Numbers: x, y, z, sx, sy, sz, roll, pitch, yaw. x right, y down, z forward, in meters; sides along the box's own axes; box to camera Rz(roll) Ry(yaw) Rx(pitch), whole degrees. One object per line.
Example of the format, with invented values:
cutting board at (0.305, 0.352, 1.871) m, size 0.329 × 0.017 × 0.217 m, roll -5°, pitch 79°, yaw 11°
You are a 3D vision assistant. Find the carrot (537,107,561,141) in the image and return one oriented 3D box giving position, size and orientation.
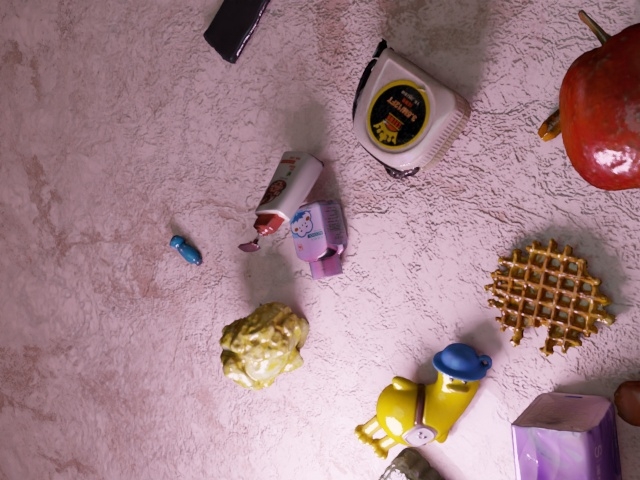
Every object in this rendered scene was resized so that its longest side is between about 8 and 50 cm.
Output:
carrot at (0.498, -0.259, 1.211) m, size 0.171 × 0.042 × 0.042 m, roll -42°, pitch 70°, yaw 29°

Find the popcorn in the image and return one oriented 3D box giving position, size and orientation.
popcorn at (-0.152, 0.275, 1.609) m, size 0.195 × 0.255 × 0.256 m, roll 43°, pitch 124°, yaw 27°

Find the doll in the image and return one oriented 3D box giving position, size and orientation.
doll at (0.244, 0.368, 1.410) m, size 0.199 × 0.145 × 0.363 m, roll 43°, pitch 113°, yaw -11°

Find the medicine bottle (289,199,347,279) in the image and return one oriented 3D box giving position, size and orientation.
medicine bottle at (0.000, 0.000, 1.562) m, size 0.119 × 0.094 × 0.188 m, roll -16°, pitch 85°, yaw 38°

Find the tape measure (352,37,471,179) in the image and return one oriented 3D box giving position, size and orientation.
tape measure at (0.175, -0.278, 1.393) m, size 0.271 × 0.133 × 0.231 m, roll 45°, pitch 110°, yaw 26°

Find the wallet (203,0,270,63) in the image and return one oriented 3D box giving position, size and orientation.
wallet at (-0.215, -0.634, 1.700) m, size 0.146 × 0.030 × 0.285 m, roll 48°, pitch 120°, yaw 19°

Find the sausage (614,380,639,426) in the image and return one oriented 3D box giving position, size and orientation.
sausage at (0.683, 0.283, 1.103) m, size 0.300 × 0.083 × 0.089 m, roll -15°, pitch 92°, yaw 39°

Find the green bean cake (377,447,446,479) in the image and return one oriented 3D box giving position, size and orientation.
green bean cake at (0.217, 0.617, 1.473) m, size 0.185 × 0.094 × 0.183 m, roll 40°, pitch 115°, yaw 21°

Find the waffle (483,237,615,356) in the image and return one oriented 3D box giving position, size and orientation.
waffle at (0.457, 0.116, 1.269) m, size 0.229 × 0.051 × 0.231 m, roll -37°, pitch 72°, yaw 33°

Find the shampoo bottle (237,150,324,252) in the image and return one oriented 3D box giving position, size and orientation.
shampoo bottle at (-0.108, -0.093, 1.551) m, size 0.153 × 0.071 × 0.284 m, roll 14°, pitch 69°, yaw 55°

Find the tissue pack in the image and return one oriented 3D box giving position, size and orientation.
tissue pack at (0.478, 0.482, 1.172) m, size 0.160 × 0.242 × 0.338 m, roll -6°, pitch 91°, yaw 36°

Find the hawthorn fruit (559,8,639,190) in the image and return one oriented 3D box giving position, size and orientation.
hawthorn fruit at (0.518, -0.245, 1.040) m, size 0.287 × 0.287 × 0.330 m, roll -30°, pitch 83°, yaw 34°

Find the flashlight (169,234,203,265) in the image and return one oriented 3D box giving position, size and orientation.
flashlight at (-0.408, 0.030, 1.893) m, size 0.129 × 0.051 × 0.051 m, roll 35°, pitch 114°, yaw 25°
